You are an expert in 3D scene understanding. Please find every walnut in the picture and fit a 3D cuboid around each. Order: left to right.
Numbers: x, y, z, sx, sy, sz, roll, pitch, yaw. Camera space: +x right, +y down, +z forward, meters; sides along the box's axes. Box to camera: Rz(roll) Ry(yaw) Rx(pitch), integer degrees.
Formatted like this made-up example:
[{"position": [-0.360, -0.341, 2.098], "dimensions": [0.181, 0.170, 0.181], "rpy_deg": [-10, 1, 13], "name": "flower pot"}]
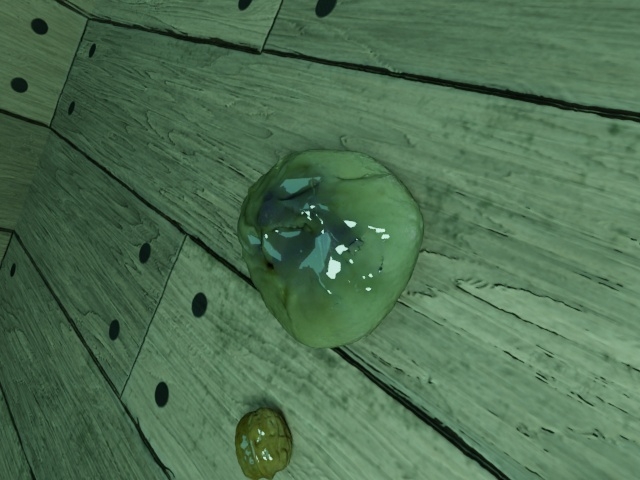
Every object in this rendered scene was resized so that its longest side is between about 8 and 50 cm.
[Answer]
[{"position": [-0.083, 0.295, 0.629], "dimensions": [0.079, 0.082, 0.096], "rpy_deg": [-22, 62, 3], "name": "walnut"}]

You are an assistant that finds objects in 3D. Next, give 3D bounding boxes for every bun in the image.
[{"position": [-0.004, 0.001, 0.579], "dimensions": [0.272, 0.168, 0.273], "rpy_deg": [-3, 84, 33], "name": "bun"}]
